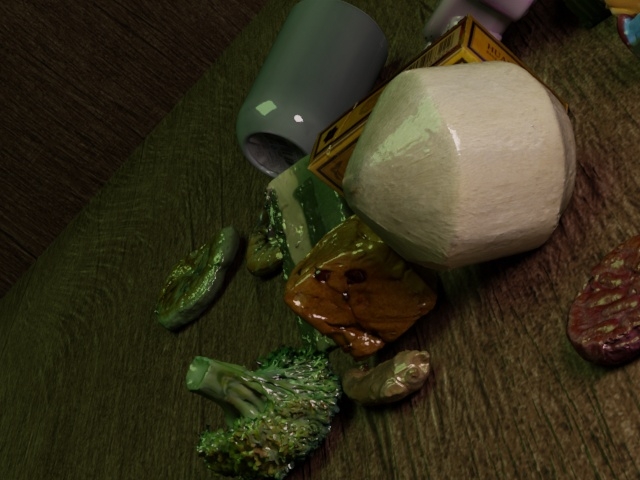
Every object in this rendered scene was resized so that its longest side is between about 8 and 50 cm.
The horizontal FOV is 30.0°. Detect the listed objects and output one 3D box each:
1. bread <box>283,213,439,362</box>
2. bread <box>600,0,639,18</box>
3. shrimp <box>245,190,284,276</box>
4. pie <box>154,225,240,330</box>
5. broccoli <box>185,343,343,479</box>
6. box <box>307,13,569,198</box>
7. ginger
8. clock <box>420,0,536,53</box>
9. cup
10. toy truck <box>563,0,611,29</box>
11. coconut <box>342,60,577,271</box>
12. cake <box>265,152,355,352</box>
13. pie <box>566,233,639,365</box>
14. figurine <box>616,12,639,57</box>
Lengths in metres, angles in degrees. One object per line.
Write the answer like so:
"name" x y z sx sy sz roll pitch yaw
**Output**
"bread" 0.054 0.056 1.515 0.149 0.143 0.158 -42 11 11
"bread" 0.402 -0.365 1.503 0.119 0.177 0.084 8 26 37
"shrimp" -0.047 -0.049 2.101 0.198 0.051 0.262 -31 30 28
"pie" -0.236 0.068 2.283 0.240 0.054 0.240 -45 21 23
"broccoli" -0.090 0.207 1.533 0.220 0.194 0.194 -54 19 10
"box" 0.153 -0.137 1.593 0.301 0.193 0.084 -36 25 37
"ginger" 0.071 0.170 1.454 0.173 0.051 0.069 -14 39 57
"clock" 0.271 -0.405 1.839 0.295 0.113 0.322 -60 4 -32
"cup" -0.022 -0.269 2.181 0.205 0.205 0.312 -24 34 52
"toy truck" 0.439 -0.411 1.606 0.259 0.088 0.121 -35 25 42
"coconut" 0.151 -0.086 1.389 0.266 0.237 0.237 -13 6 -24
"cake" 0.000 0.005 1.722 0.158 0.172 0.283 -35 28 43
"pie" 0.302 0.056 1.175 0.154 0.036 0.154 -43 21 21
"figurine" 0.452 -0.322 1.397 0.185 0.127 0.234 -30 38 61
